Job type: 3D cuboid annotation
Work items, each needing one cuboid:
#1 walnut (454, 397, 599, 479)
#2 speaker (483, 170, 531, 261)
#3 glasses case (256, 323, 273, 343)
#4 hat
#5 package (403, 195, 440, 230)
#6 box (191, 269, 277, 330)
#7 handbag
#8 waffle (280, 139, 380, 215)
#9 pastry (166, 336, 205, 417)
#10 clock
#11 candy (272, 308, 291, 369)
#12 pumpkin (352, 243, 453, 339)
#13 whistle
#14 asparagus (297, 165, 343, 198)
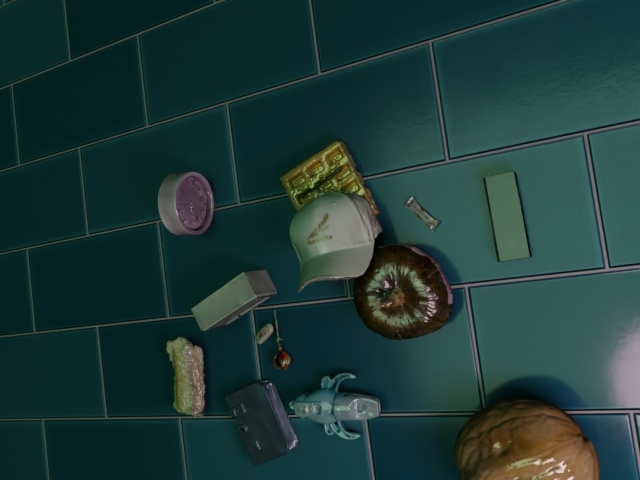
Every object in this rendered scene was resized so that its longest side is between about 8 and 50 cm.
[{"bbox_3d":[0.466,0.511,1.278,0.313,0.252,0.277,-41,85,24],"label":"walnut"},{"bbox_3d":[0.467,-0.059,1.393,0.082,0.044,0.217,-12,84,25],"label":"speaker"},{"bbox_3d":[-0.171,0.286,1.697,0.083,0.021,0.032,-48,50,31],"label":"glasses case"},{"bbox_3d":[0.004,0.003,1.449,0.258,0.301,0.168,-21,117,24],"label":"hat"},{"bbox_3d":[0.274,-0.073,1.500,0.110,0.015,0.037,45,113,20],"label":"package"},{"bbox_3d":[-0.262,0.184,1.688,0.225,0.129,0.086,-34,77,21],"label":"box"},{"bbox_3d":[-0.186,0.555,1.688,0.179,0.062,0.229,-28,78,23],"label":"handbag"},{"bbox_3d":[0.022,-0.133,1.597,0.221,0.055,0.247,-31,77,22],"label":"waffle"},{"bbox_3d":[-0.432,0.437,1.790,0.122,0.089,0.258,-8,85,28],"label":"pastry"},{"bbox_3d":[-0.415,-0.114,1.725,0.068,0.197,0.196,-2,89,25],"label":"clock"},{"bbox_3d":[-0.127,0.299,1.680,0.056,0.049,0.184,-14,75,18],"label":"candy"},{"bbox_3d":[0.204,0.141,1.437,0.261,0.189,0.260,0,91,27],"label":"pumpkin"},{"bbox_3d":[0.036,0.468,1.571,0.274,0.093,0.186,-5,87,22],"label":"whistle"},{"bbox_3d":[0.000,-0.162,1.570,0.166,0.016,0.013,-34,117,20],"label":"asparagus"}]
